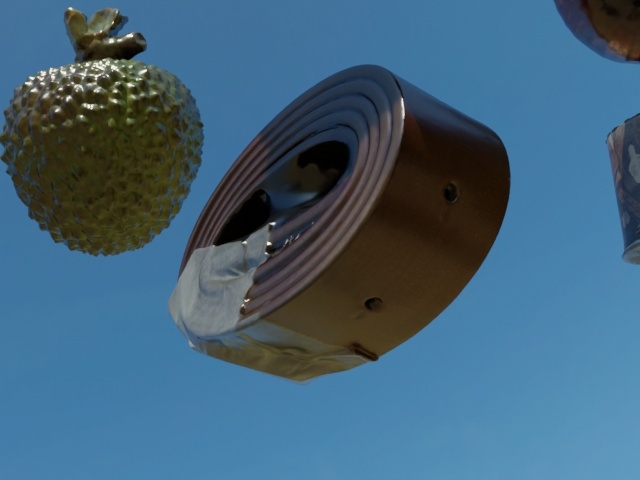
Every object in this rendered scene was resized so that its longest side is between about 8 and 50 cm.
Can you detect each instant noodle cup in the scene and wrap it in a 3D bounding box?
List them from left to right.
[{"bbox_3d":[0.559,-0.088,1.233,0.217,0.207,0.217,-7,-19,-3],"label":"instant noodle cup"}]

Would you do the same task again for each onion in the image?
[{"bbox_3d":[0.466,-0.389,1.096,0.273,0.285,0.273,0,-92,5],"label":"onion"}]

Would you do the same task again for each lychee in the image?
[{"bbox_3d":[-0.290,-0.141,1.076,0.270,0.270,0.320,9,-69,-26],"label":"lychee"}]

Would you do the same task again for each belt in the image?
[{"bbox_3d":[0.000,0.000,0.666,0.122,0.217,0.338,23,-36,-29],"label":"belt"}]
